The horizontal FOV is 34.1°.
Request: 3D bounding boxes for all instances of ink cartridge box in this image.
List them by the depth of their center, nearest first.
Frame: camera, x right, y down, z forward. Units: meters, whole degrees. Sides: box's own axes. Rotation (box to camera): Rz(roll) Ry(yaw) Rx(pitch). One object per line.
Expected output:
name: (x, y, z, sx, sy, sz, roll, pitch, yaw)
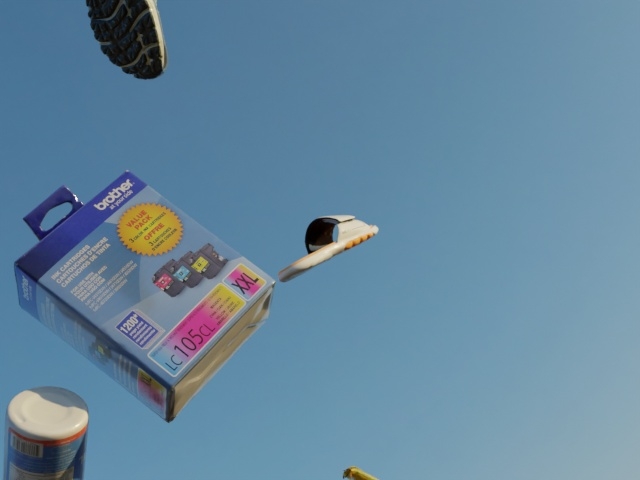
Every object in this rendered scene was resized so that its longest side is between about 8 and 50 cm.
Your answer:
ink cartridge box: (-0.311, 0.070, 1.724, 0.270, 0.395, 0.151, -46, -17, -33)

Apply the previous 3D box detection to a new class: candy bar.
candy bar: (0.098, 0.314, 1.255, 0.018, 0.161, 0.040, -61, -2, -19)

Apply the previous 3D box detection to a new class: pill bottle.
pill bottle: (-0.425, 0.346, 1.608, 0.124, 0.124, 0.222, -10, -55, -34)

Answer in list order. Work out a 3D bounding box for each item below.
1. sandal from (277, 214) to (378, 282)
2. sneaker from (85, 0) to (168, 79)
sandal: (0.007, -0.004, 1.819, 0.102, 0.076, 0.265, -29, -2, 37)
sneaker: (-0.265, -0.365, 1.455, 0.110, 0.283, 0.122, -17, 9, 35)
